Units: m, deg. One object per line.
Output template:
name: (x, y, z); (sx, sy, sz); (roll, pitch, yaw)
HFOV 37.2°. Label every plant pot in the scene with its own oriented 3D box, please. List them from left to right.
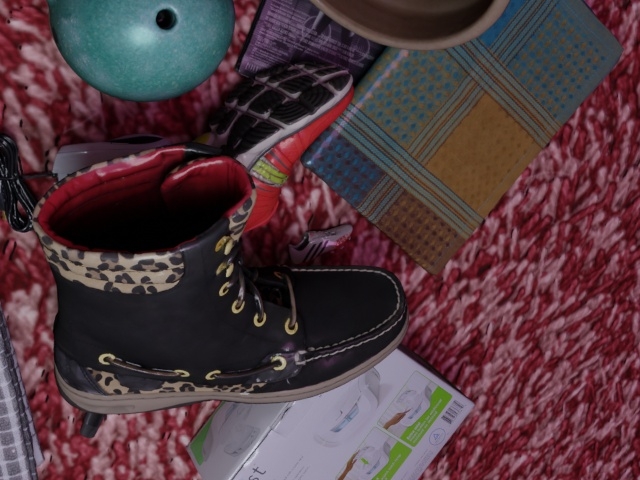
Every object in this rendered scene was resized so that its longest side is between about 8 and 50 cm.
plant pot: (0.107, -0.353, 0.912); (0.263, 0.263, 0.229); (54, 54, -30)

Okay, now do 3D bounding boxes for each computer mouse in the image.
computer mouse: (-0.236, -0.070, 0.976); (0.193, 0.042, 0.106); (-11, 112, -21)

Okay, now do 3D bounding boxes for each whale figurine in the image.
whale figurine: (-0.164, -0.262, 0.879); (0.216, 0.141, 0.272); (-8, 112, -22)

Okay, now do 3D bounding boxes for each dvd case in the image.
dvd case: (0.019, -0.259, 1.037); (0.165, 0.018, 0.221); (18, 102, -28)

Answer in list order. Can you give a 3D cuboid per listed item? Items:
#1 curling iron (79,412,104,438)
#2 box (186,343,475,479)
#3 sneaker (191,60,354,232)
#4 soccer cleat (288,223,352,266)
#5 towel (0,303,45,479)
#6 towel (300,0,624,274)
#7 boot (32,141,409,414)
curling iron: (-0.220, 0.090, 1.047); (0.068, 0.035, 0.274); (13, 102, -30)
box: (0.013, 0.227, 1.155); (0.231, 0.127, 0.262); (36, 92, -30)
sneaker: (-0.071, -0.079, 1.012); (0.279, 0.107, 0.118); (-42, 138, -5)
soccer cleat: (0.000, 0.000, 1.121); (0.083, 0.029, 0.035); (-30, 123, -7)
towel: (-0.411, 0.172, 0.941); (0.235, 0.121, 0.283); (-14, 115, -19)
towel: (0.173, -0.165, 1.124); (0.370, 0.040, 0.271); (-50, 125, 1)
boot: (-0.082, 0.038, 0.913); (0.378, 0.138, 0.284); (-6, 144, -9)
